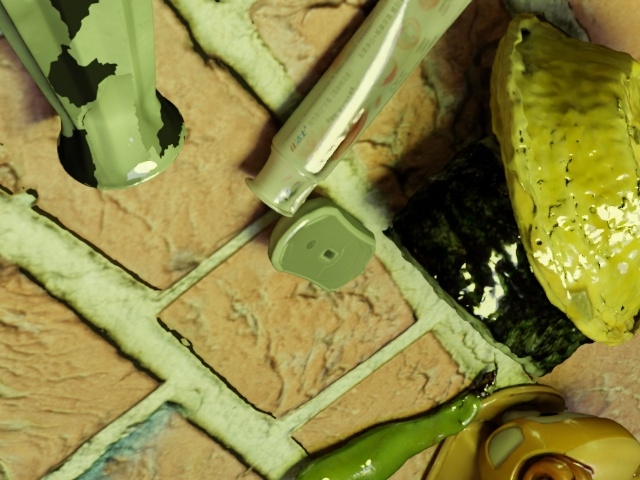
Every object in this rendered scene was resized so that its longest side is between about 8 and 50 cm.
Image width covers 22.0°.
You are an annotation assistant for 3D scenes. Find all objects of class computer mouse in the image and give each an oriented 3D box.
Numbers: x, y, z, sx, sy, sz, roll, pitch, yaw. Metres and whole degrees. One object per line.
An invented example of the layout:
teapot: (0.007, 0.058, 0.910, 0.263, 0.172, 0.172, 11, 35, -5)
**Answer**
computer mouse: (0.000, 0.000, 1.705, 0.089, 0.056, 0.181, -42, 150, 11)

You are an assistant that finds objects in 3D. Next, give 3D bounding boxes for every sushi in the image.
sushi: (0.209, 0.021, 1.769, 0.171, 0.211, 0.350, -46, 146, 5)

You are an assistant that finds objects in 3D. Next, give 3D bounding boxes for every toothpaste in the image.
toothpaste: (0.048, -0.164, 1.571, 0.100, 0.066, 0.323, 29, 105, -44)

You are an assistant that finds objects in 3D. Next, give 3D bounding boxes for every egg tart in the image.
egg tart: (0.281, -0.073, 1.614, 0.132, 0.345, 0.345, -18, 150, 29)

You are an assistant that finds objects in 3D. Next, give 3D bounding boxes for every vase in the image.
vase: (-0.195, -0.194, 1.296, 0.165, 0.165, 0.360, -26, 145, -12)

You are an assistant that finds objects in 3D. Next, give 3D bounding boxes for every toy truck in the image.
toy truck: (0.280, 0.320, 2.120, 0.204, 0.212, 0.288, 3, 131, -39)

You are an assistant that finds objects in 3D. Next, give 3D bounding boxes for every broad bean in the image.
broad bean: (0.087, 0.245, 2.026, 0.318, 0.056, 0.098, -34, 136, -11)
